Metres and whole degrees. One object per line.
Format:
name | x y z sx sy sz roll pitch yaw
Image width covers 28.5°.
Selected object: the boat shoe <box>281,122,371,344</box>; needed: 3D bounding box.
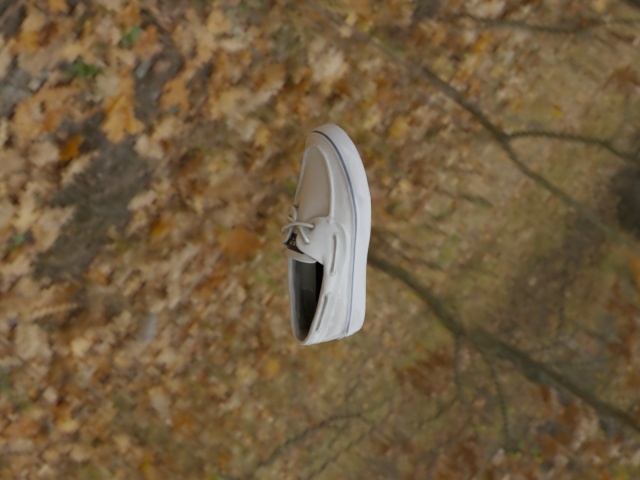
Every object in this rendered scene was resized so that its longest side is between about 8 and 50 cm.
boat shoe | 0.000 0.000 1.417 0.084 0.095 0.258 -18 113 -34
